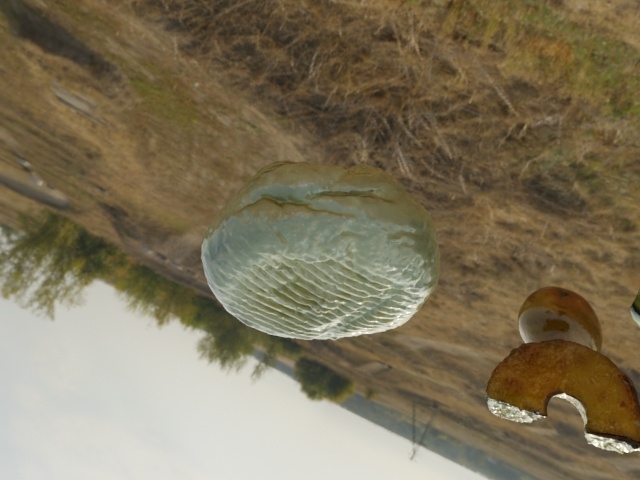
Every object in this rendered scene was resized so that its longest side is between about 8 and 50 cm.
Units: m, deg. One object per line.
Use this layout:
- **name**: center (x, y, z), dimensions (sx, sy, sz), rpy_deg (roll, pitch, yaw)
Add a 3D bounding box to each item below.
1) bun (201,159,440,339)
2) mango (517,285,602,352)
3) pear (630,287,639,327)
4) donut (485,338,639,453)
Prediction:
- **bun**: center (0.000, 0.000, 0.565), dimensions (0.220, 0.134, 0.220), rpy_deg (2, 145, 1)
- **mango**: center (0.497, 0.192, 1.248), dimensions (0.152, 0.120, 0.221), rpy_deg (-24, 113, 28)
- **pear**: center (0.441, -0.008, 0.530), dimensions (0.282, 0.286, 0.176), rpy_deg (17, -174, -45)
- **donut**: center (0.422, 0.255, 1.042), dimensions (0.259, 0.152, 0.101), rpy_deg (16, 152, 17)
